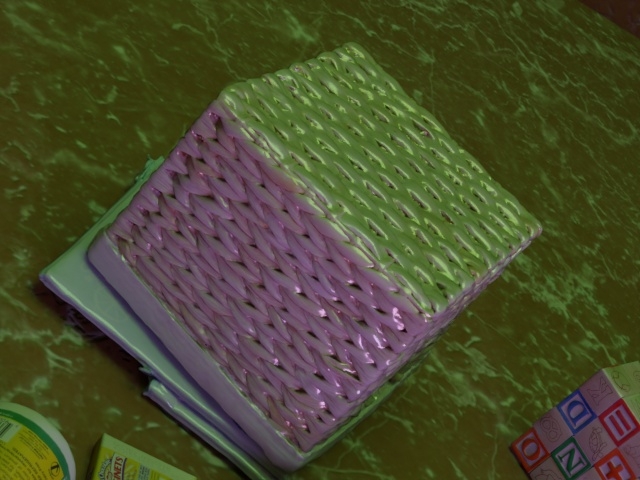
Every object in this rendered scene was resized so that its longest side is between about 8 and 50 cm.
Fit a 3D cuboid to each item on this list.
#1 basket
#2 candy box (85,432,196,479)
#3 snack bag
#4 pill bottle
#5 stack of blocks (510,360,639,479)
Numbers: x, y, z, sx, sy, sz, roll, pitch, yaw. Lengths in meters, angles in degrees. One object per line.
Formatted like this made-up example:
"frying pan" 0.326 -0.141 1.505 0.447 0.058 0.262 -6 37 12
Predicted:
"basket" 0.000 0.000 1.523 0.331 0.266 0.328 45 33 9
"candy box" -0.174 0.276 1.306 0.105 0.027 0.206 28 35 -16
"snack bag" -0.121 0.080 1.578 0.342 0.037 0.323 40 32 -4
"pill bottle" -0.293 0.230 1.154 0.117 0.117 0.208 40 33 -2
"stack of blocks" 0.378 0.314 1.695 0.087 0.171 0.297 -4 55 -48
